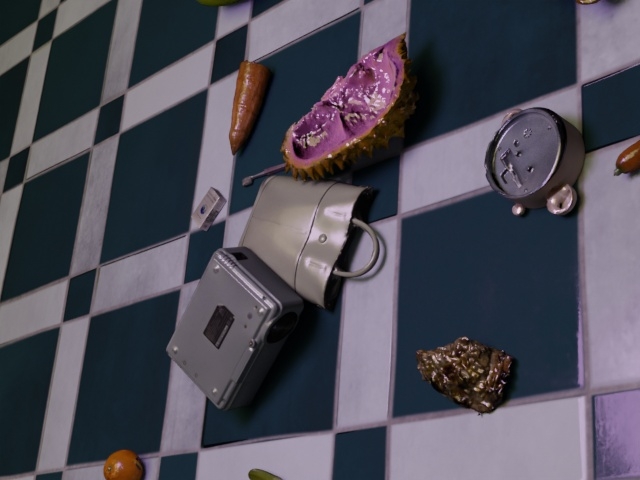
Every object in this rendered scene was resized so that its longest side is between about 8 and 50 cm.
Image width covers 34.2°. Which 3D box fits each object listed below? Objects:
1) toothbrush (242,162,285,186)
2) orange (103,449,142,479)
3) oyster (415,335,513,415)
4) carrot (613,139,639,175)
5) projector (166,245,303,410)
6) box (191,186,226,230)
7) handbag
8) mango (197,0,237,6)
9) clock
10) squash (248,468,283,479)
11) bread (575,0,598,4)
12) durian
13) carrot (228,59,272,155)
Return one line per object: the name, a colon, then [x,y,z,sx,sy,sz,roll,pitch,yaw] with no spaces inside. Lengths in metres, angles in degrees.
toothbrush: [-0.099,-0.143,2.151,0.194,0.014,0.017,-18,58,42]
orange: [-0.406,0.472,2.139,0.083,0.083,0.084,-25,54,39]
oyster: [0.215,0.197,1.598,0.177,0.056,0.105,27,100,47]
carrot: [0.474,-0.141,1.488,0.142,0.035,0.035,-43,44,17]
projector: [-0.165,0.164,1.933,0.192,0.099,0.257,41,115,27]
box: [-0.244,-0.069,2.272,0.083,0.024,0.054,-55,42,12]
handbag: [0.000,0.000,1.939,0.315,0.109,0.241,17,85,38]
mango: [-0.179,-0.654,2.390,0.343,0.156,0.192,-9,73,42]
clock: [0.329,-0.128,1.621,0.155,0.063,0.229,-42,43,25]
squash: [-0.101,0.425,1.857,0.083,0.027,0.028,9,78,51]
bread: [0.416,-0.470,1.679,0.161,0.088,0.233,-57,42,19]
durian: [0.071,-0.209,1.907,0.341,0.112,0.191,-41,48,20]
carrot: [-0.166,-0.283,2.259,0.072,0.072,0.205,8,80,50]
